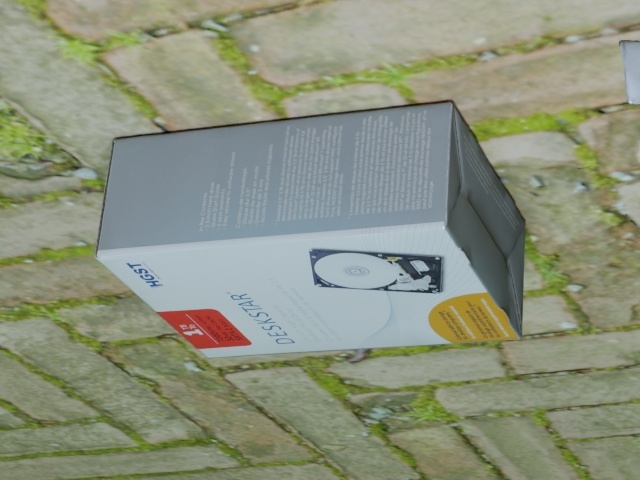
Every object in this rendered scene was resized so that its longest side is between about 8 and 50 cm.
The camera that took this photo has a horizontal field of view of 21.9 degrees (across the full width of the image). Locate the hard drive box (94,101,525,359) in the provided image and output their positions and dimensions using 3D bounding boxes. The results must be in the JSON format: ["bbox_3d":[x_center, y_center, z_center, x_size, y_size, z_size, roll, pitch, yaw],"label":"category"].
[{"bbox_3d":[0.000,0.000,1.083,0.232,0.089,0.181,-5,153,22],"label":"hard drive box"}]

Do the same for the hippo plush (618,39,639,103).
[{"bbox_3d":[0.260,-0.168,0.594,0.294,0.234,0.236,-6,126,-11],"label":"hippo plush"}]
